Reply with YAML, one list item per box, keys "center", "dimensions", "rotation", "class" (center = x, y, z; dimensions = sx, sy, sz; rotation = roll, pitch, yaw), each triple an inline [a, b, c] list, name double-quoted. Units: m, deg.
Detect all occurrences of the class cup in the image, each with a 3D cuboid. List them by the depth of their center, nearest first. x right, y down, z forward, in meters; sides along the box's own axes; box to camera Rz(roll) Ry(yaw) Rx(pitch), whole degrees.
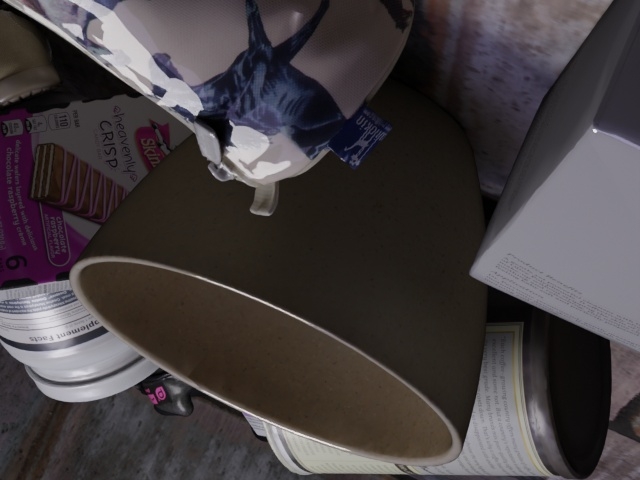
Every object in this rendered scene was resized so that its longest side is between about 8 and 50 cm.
- center: [0.000, 0.000, 1.265]
  dimensions: [0.331, 0.237, 0.331]
  rotation: [21, 160, 8]
  class: "cup"

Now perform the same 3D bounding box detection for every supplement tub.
- center: [-0.261, 0.006, 1.590]
  dimensions: [0.191, 0.191, 0.272]
  rotation: [13, 136, 41]
  class: "supplement tub"

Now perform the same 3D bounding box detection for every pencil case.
- center: [-0.134, -0.187, 0.957]
  dimensions: [0.410, 0.183, 0.160]
  rotation: [32, 165, -23]
  class: "pencil case"

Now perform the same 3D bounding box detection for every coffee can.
- center: [0.106, 0.116, 1.455]
  dimensions: [0.275, 0.201, 0.201]
  rotation: [-3, 154, 25]
  class: "coffee can"

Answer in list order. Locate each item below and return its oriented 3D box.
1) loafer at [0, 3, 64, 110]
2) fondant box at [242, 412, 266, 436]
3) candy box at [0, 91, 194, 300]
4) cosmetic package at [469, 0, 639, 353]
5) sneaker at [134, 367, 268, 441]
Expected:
- center: [-0.297, -0.174, 1.493]
  dimensions: [0.268, 0.102, 0.092]
  rotation: [-163, 55, -72]
  class: "loafer"
- center: [-0.076, 0.061, 1.691]
  dimensions: [0.330, 0.096, 0.238]
  rotation: [56, 158, -13]
  class: "fondant box"
- center: [-0.185, -0.045, 1.410]
  dimensions: [0.233, 0.159, 0.071]
  rotation: [-10, 173, -12]
  class: "candy box"
- center: [0.226, -0.039, 0.925]
  dimensions: [0.197, 0.155, 0.365]
  rotation: [25, 166, 0]
  class: "cosmetic package"
- center: [-0.218, 0.140, 2.286]
  dimensions: [0.483, 0.202, 0.185]
  rotation: [28, 166, -13]
  class: "sneaker"
